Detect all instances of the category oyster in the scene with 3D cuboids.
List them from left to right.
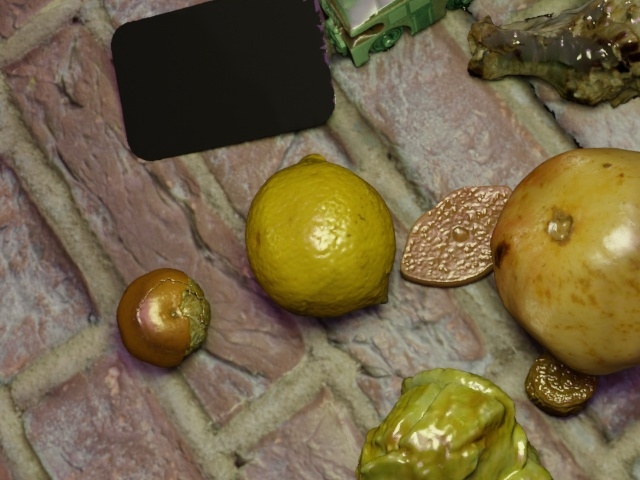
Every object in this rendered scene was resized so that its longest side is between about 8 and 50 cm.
[{"bbox_3d":[0.394,-0.314,1.876,0.337,0.133,0.197,10,101,29],"label":"oyster"}]

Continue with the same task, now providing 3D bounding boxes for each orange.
[{"bbox_3d":[-0.248,0.122,1.881,0.157,0.134,0.156,2,87,-29],"label":"orange"}]

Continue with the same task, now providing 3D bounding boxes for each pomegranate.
[{"bbox_3d":[0.414,0.038,1.690,0.343,0.342,0.342,-3,72,10],"label":"pomegranate"}]

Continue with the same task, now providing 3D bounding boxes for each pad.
[{"bbox_3d":[-0.155,-0.249,2.022,0.376,0.063,0.314,-10,88,15],"label":"pad"}]

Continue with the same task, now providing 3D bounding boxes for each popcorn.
[{"bbox_3d":[0.184,0.325,1.683,0.277,0.276,0.225,13,39,15],"label":"popcorn"}]

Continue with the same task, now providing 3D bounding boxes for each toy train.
[{"bbox_3d":[0.149,-0.423,1.954,0.326,0.159,0.129,-30,72,0],"label":"toy train"}]

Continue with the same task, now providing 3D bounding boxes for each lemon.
[{"bbox_3d":[-0.003,-0.007,1.816,0.228,0.228,0.253,-25,63,3],"label":"lemon"}]

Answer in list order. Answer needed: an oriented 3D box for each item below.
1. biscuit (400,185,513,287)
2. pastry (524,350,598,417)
[{"bbox_3d":[0.223,-0.004,1.872,0.221,0.029,0.142,-41,68,-4],"label":"biscuit"},{"bbox_3d":[0.357,0.210,1.765,0.109,0.057,0.097,-19,65,3],"label":"pastry"}]
